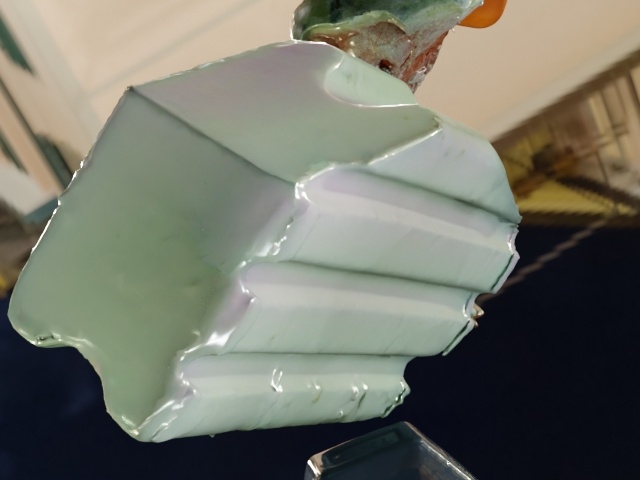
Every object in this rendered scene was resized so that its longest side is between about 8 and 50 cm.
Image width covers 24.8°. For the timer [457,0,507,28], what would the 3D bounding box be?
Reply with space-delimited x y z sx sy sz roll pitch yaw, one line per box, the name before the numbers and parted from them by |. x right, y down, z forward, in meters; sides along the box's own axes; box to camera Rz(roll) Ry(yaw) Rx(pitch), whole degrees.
timer | 0.104 -0.388 1.883 0.250 0.161 0.257 5 -159 -22

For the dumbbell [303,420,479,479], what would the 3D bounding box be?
dumbbell | 0.072 0.229 0.975 0.144 0.160 0.325 -52 -169 -1

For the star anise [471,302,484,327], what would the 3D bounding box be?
star anise | 0.041 0.022 1.512 0.288 0.288 0.088 -10 -147 25

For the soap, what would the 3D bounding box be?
soap | 0.000 0.000 1.081 0.156 0.446 0.261 35 -79 24

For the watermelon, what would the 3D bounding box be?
watermelon | 0.069 -0.184 1.370 0.187 0.139 0.071 -10 -154 9
